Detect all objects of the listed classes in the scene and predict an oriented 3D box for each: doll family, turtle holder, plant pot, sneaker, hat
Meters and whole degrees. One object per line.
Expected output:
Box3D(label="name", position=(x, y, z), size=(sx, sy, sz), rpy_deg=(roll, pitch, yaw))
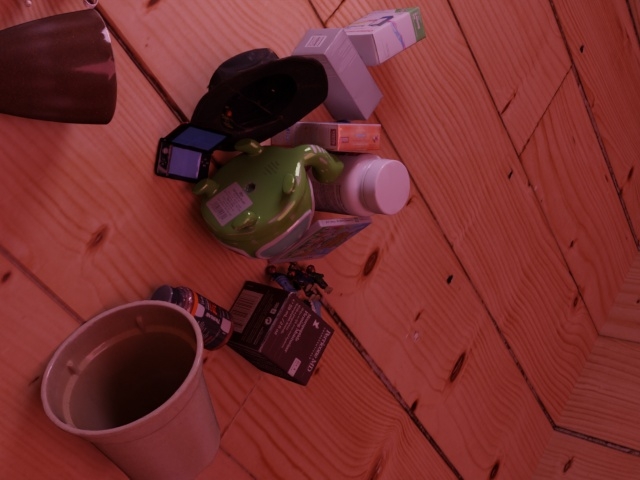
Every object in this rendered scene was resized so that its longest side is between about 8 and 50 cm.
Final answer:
Box3D(label="doll family", position=(-0.058, 0.100, 2.071), size=(0.076, 0.111, 0.193), rpy_deg=(-47, 151, 14))
Box3D(label="turtle holder", position=(-0.119, -0.103, 1.872), size=(0.320, 0.243, 0.227), rpy_deg=(-62, 149, -21))
Box3D(label="plant pot", position=(-0.516, -0.307, 1.461), size=(0.230, 0.215, 0.215), rpy_deg=(-12, 106, -31))
Box3D(label="sneaker", position=(-0.016, 0.235, 2.167), size=(0.073, 0.063, 0.162), rpy_deg=(-6, 101, -49))
Box3D(label="plant pot", position=(-0.358, 0.349, 1.679), size=(0.334, 0.334, 0.305), rpy_deg=(-47, 139, -30))
Box3D(label="hat", position=(-0.152, -0.347, 1.825), size=(0.331, 0.331, 0.134), rpy_deg=(4, 55, -47))

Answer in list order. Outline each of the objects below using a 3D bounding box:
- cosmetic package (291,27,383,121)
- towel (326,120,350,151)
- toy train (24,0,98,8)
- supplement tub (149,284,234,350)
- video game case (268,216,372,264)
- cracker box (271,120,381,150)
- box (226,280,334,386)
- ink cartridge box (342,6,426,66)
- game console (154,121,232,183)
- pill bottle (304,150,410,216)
Box3D(label="cosmetic package", position=(0.046, -0.422, 2.067), size=(0.238, 0.127, 0.107), rpy_deg=(50, 63, -41))
Box3D(label="towel", position=(0.042, -0.282, 2.157), size=(0.119, 0.029, 0.067), rpy_deg=(-27, 115, -40))
Box3D(label="toy train", position=(-0.509, -0.499, 1.533), size=(0.166, 0.046, 0.125), rpy_deg=(-2, 100, -43))
Box3D(label="supplement tub", position=(-0.294, 0.172, 1.832), size=(0.198, 0.106, 0.106), rpy_deg=(38, 70, -44))
Box3D(label="video game case", position=(0.000, 0.000, 2.051), size=(0.193, 0.212, 0.023), rpy_deg=(-6, 67, -46))
Box3D(label="cracker box", position=(0.012, -0.258, 1.982), size=(0.156, 0.232, 0.067), rpy_deg=(-7, 102, -45))
Box3D(label="box", position=(-0.110, 0.228, 1.990), size=(0.203, 0.167, 0.168), rpy_deg=(45, 65, -41))
Box3D(label="ink cartridge box", position=(0.152, -0.540, 2.135), size=(0.212, 0.154, 0.093), rpy_deg=(-39, 123, -35))
Box3D(label="game console", position=(-0.281, -0.191, 1.795), size=(0.144, 0.085, 0.124), rpy_deg=(9, 90, -46))
Box3D(label="pill bottle", position=(0.074, -0.144, 2.031), size=(0.160, 0.283, 0.160), rpy_deg=(-11, 105, -45))
